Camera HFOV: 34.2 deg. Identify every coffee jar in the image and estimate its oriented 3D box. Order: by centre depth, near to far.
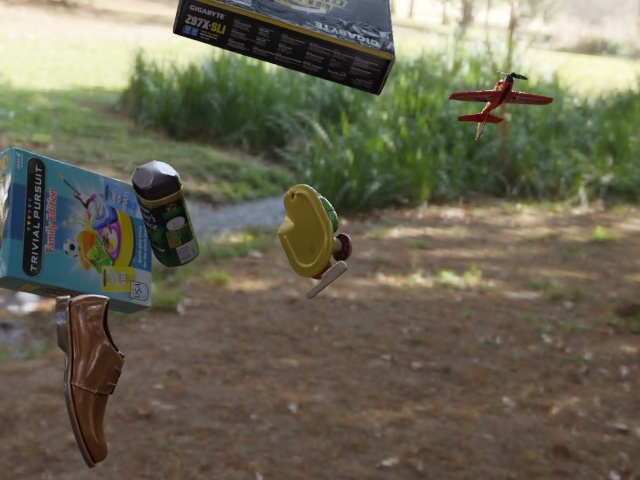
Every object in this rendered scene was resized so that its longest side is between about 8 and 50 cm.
[{"bbox_3d":[-0.281,-0.049,1.880,0.079,0.185,0.096,-25,35,-21],"label":"coffee jar"}]

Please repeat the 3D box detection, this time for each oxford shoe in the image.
[{"bbox_3d":[-0.273,0.169,1.262,0.076,0.212,0.076,-6,1,-8],"label":"oxford shoe"}]

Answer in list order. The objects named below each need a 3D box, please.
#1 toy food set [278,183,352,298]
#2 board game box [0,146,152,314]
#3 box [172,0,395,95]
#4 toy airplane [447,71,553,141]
[{"bbox_3d":[0.000,0.000,1.871,0.071,0.128,0.218,6,48,-40],"label":"toy food set"},{"bbox_3d":[-0.480,-0.011,2.025,0.079,0.254,0.336,-18,-24,38],"label":"board game box"},{"bbox_3d":[-0.051,-0.358,1.584,0.321,0.079,0.257,15,36,-11],"label":"box"},{"bbox_3d":[0.241,-0.188,1.435,0.151,0.028,0.151,-4,-27,-2],"label":"toy airplane"}]
